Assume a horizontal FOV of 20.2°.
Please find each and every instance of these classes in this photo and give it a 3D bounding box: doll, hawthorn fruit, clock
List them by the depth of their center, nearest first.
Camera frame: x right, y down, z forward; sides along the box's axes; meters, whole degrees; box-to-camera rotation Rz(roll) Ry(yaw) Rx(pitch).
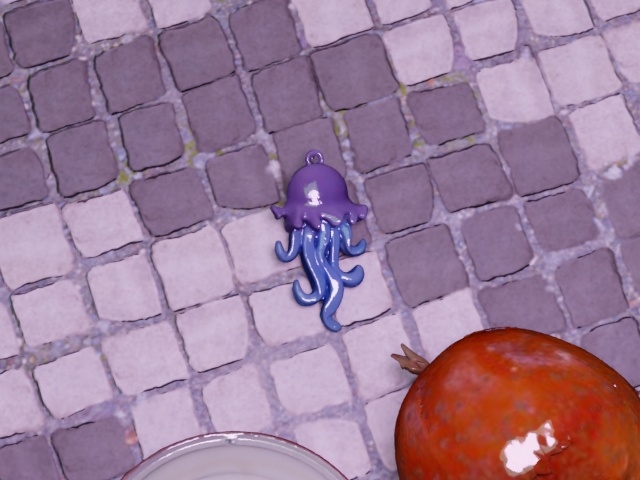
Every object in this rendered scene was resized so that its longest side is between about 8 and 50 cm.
[{"bbox_3d":[0.185,0.203,1.847,0.276,0.276,0.307,-37,61,-10],"label":"hawthorn fruit"},{"bbox_3d":[-0.086,0.341,1.851,0.318,0.080,0.319,2,57,-2],"label":"clock"},{"bbox_3d":[0.000,0.000,2.008,0.110,0.067,0.206,-2,83,-14],"label":"doll"}]

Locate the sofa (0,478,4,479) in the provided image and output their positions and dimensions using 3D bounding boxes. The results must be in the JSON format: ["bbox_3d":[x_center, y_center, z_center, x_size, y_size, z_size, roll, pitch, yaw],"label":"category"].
[{"bbox_3d":[-0.377,0.329,1.835,0.258,0.200,0.182,27,72,8],"label":"sofa"}]
